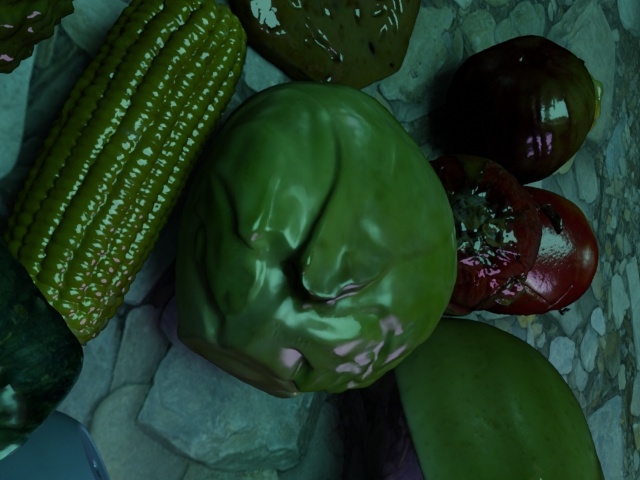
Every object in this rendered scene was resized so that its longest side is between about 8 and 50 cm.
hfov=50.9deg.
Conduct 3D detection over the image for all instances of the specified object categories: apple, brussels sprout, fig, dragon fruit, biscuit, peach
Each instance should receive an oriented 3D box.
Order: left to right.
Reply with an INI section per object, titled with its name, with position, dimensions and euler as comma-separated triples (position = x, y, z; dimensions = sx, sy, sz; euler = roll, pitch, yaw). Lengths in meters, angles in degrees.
[brussels sprout]
position = 0.000, 0.000, 0.693
dimensions = 0.328, 0.247, 0.328
euler = 9, 73, -31
[biscuit]
position = 0.013, -0.355, 0.834
dimensions = 0.359, 0.046, 0.359
euler = 1, 89, -43
[dragon fruit]
position = 0.170, -0.016, 0.838
dimensions = 0.218, 0.223, 0.148
euler = -58, 164, -2
[apple]
position = 0.212, 0.288, 0.860
dimensions = 0.320, 0.360, 0.312
euler = 11, 121, -12
[peach]
position = 0.297, 0.020, 0.996
dimensions = 0.226, 0.190, 0.196
euler = 21, 91, -24
[fig]
position = 0.311, -0.142, 1.033
dimensions = 0.217, 0.217, 0.321
euler = -54, 143, -29

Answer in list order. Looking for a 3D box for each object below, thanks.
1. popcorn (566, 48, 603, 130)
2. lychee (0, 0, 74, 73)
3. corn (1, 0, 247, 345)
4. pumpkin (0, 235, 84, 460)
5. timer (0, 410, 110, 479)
[popcorn]
position = 0.396, -0.241, 1.141
dimensions = 0.170, 0.180, 0.180
euler = -31, 114, -10
[lychee]
position = -0.298, -0.205, 0.389
dimensions = 0.320, 0.269, 0.270
euler = -18, 103, -60
[corn]
position = -0.176, -0.072, 0.597
dimensions = 0.131, 0.131, 0.345
euler = 36, 66, -38
[pumpkin]
position = -0.320, 0.068, 0.378
dimensions = 0.293, 0.263, 0.197
euler = -37, 108, -33
[timer]
position = -0.271, 0.227, 0.487
dimensions = 0.255, 0.175, 0.175
euler = -31, 111, -38
